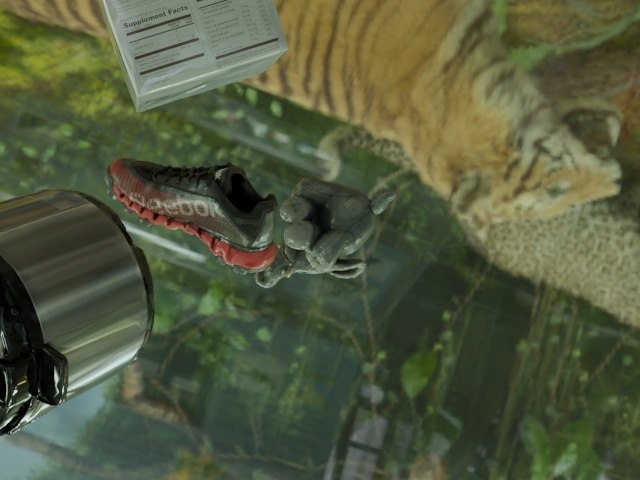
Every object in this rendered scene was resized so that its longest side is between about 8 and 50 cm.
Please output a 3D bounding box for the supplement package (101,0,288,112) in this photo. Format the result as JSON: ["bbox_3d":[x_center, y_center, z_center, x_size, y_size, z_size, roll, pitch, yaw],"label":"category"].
[{"bbox_3d":[-0.177,-0.280,1.400,0.204,0.145,0.262,-19,-175,-9],"label":"supplement package"}]

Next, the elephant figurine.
[{"bbox_3d":[0.000,0.000,1.779,0.186,0.169,0.239,23,156,7],"label":"elephant figurine"}]

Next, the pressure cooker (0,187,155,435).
[{"bbox_3d":[-0.534,0.121,1.708,0.370,0.375,0.420,-28,180,36],"label":"pressure cooker"}]

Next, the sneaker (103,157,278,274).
[{"bbox_3d":[-0.176,-0.066,1.472,0.276,0.135,0.097,27,-148,9],"label":"sneaker"}]
